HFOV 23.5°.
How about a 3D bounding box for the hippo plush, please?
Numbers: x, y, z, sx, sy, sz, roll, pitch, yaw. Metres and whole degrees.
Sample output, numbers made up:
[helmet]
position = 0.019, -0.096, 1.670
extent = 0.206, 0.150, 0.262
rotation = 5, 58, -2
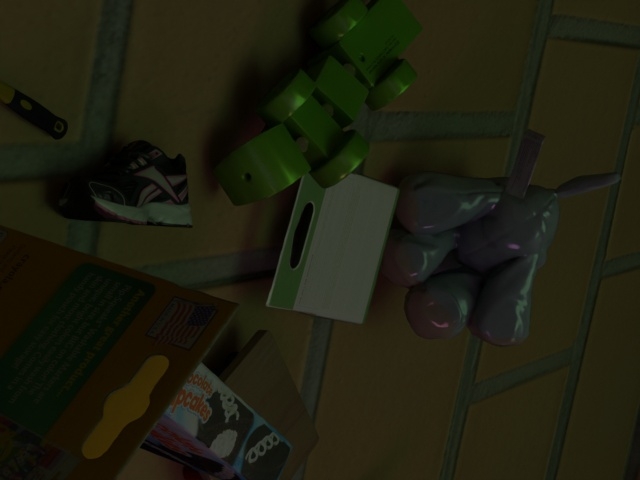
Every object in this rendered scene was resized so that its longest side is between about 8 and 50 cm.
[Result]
[hippo plush]
position = 0.195, -0.023, 1.981
extent = 0.294, 0.234, 0.236
rotation = -63, -175, 10

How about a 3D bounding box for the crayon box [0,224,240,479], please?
[crayon box]
position = -0.230, 0.096, 1.059
extent = 0.203, 0.322, 0.083
rotation = -55, 147, -32

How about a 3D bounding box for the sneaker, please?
[sneaker]
position = -0.174, -0.053, 1.380
extent = 0.178, 0.072, 0.077
rotation = 3, 89, -70

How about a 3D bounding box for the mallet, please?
[mallet]
position = -0.255, -0.109, 1.221
extent = 0.062, 0.039, 0.190
rotation = -68, 156, -15

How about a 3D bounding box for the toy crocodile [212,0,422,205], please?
[toy crocodile]
position = 0.007, -0.153, 1.613
extent = 0.115, 0.105, 0.340
rotation = 47, 49, -16

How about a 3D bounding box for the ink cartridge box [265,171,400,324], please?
[ink cartridge box]
position = 0.000, 0.000, 1.729
extent = 0.235, 0.056, 0.171
rotation = 15, 90, -59

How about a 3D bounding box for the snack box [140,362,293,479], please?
[snack box]
position = -0.165, 0.126, 1.344
extent = 0.060, 0.187, 0.322
rotation = -65, 151, -17

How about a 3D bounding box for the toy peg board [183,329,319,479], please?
[toy peg board]
position = -0.098, 0.205, 1.655
extent = 0.161, 0.079, 0.161
rotation = -50, 129, -39
